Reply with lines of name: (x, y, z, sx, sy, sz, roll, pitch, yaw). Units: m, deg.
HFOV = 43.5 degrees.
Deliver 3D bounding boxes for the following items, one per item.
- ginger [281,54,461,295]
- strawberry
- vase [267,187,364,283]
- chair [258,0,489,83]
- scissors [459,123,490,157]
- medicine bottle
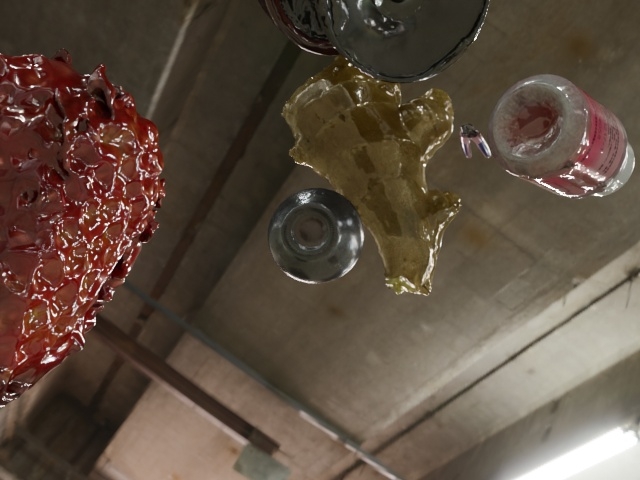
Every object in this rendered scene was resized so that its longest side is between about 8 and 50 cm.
ginger: (0.107, -0.112, 1.223, 0.375, 0.236, 0.166, 57, -23, -4)
strawberry: (-0.211, -0.002, 0.563, 0.206, 0.244, 0.205, 0, -37, 0)
vase: (0.000, 0.000, 1.037, 0.120, 0.120, 0.183, 27, -3, 11)
chair: (0.048, -0.359, 1.121, 0.226, 0.227, 0.401, 60, -5, -25)
scissors: (0.216, -0.141, 1.136, 0.039, 0.012, 0.113, 2, -16, 19)
medicine bottle: (0.346, -0.133, 1.119, 0.147, 0.147, 0.247, -8, -13, 39)
